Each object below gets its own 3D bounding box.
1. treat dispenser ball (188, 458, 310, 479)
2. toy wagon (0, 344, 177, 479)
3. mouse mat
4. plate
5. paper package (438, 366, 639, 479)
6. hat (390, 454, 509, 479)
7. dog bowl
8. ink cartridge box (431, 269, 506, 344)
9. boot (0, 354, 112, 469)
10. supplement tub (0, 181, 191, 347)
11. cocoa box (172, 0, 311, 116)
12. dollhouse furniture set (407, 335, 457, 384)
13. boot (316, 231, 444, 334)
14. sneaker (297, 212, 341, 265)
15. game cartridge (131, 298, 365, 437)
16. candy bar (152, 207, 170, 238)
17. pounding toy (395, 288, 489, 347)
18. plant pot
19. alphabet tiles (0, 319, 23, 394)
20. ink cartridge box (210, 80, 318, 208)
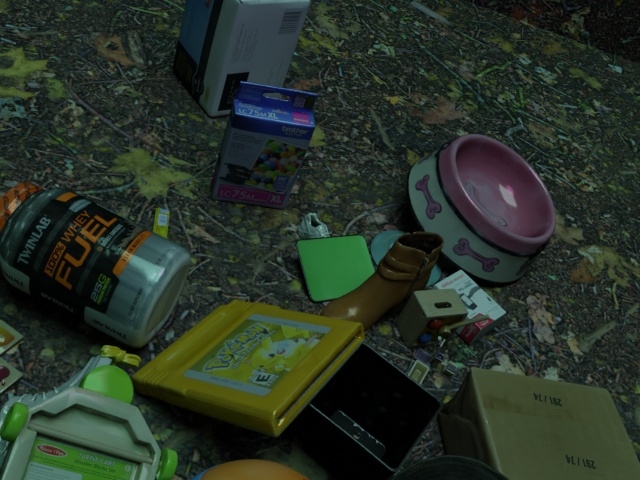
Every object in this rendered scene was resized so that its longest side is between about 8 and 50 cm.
[{"bbox_3d":[-0.100,0.451,1.004,0.288,0.288,0.288,13,42,-12],"label":"treat dispenser ball"},{"bbox_3d":[-0.350,0.329,1.099,0.267,0.068,0.345,27,52,-26],"label":"toy wagon"},{"bbox_3d":[0.041,0.060,1.653,0.189,0.007,0.153,-5,69,-31],"label":"mouse mat"},{"bbox_3d":[0.214,0.037,1.783,0.188,0.024,0.188,13,43,-13],"label":"plate"},{"bbox_3d":[0.419,0.419,1.372,0.324,0.168,0.310,10,42,-15],"label":"paper package"},{"bbox_3d":[0.216,0.498,1.100,0.331,0.134,0.332,1,75,-3],"label":"hat"},{"bbox_3d":[0.425,-0.098,1.861,0.407,0.150,0.408,20,47,-23],"label":"dog bowl"},{"bbox_3d":[0.334,0.152,1.689,0.109,0.063,0.150,-24,60,-40],"label":"ink cartridge box"},{"bbox_3d":[-0.445,0.266,1.178,0.123,0.095,0.258,28,42,-5],"label":"boot"},{"bbox_3d":[-0.429,0.038,1.342,0.337,0.207,0.207,26,41,3],"label":"supplement tub"},{"bbox_3d":[-0.221,-0.545,1.941,0.231,0.347,0.228,-16,55,-37],"label":"cocoa box"},{"bbox_3d":[0.238,0.260,1.517,0.091,0.081,0.114,32,42,9],"label":"dollhouse furniture set"},{"bbox_3d":[0.132,0.092,1.537,0.283,0.220,0.109,-11,52,-33],"label":"boot"},{"bbox_3d":[0.000,0.000,1.694,0.053,0.061,0.152,-16,56,-39],"label":"sneaker"},{"bbox_3d":[-0.127,0.208,1.301,0.323,0.053,0.285,8,31,33],"label":"game cartridge"},{"bbox_3d":[-0.348,-0.015,1.578,0.040,0.018,0.162,13,42,-17],"label":"candy bar"},{"bbox_3d":[0.263,0.172,1.583,0.141,0.130,0.100,-2,47,-27],"label":"pounding toy"},{"bbox_3d":[0.074,0.333,1.300,0.188,0.167,0.187,36,43,14],"label":"plant pot"},{"bbox_3d":[-0.689,0.182,1.217,0.342,0.011,0.285,33,42,10],"label":"alphabet tiles"},{"bbox_3d":[-0.130,-0.208,1.660,0.185,0.311,0.065,7,43,-18],"label":"ink cartridge box"}]
